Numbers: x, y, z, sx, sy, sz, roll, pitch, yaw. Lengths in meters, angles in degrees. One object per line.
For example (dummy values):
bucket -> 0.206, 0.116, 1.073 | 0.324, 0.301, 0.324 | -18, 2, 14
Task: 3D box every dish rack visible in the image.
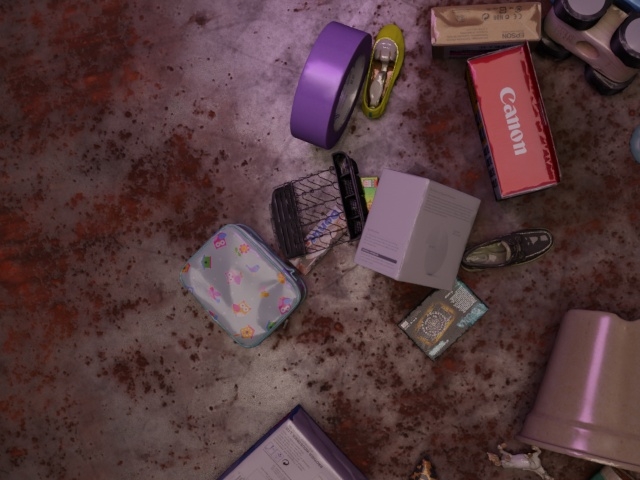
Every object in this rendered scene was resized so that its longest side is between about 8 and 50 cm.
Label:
dish rack -> -0.014, -0.070, 1.821 | 0.271, 0.074, 0.208 | -18, 78, 31

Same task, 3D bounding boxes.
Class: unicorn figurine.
unicorn figurine -> 0.475, 0.516, 1.798 | 0.162, 0.111, 0.060 | 11, 52, 30

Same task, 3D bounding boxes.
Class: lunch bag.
lunch bag -> -0.178, 0.106, 1.877 | 0.224, 0.108, 0.279 | -45, 85, 4

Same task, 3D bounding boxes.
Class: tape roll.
tape roll -> 0.026, -0.348, 1.753 | 0.090, 0.275, 0.275 | 22, 94, 9

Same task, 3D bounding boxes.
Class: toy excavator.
toy excavator -> 0.642, -0.616, 1.709 | 0.433, 0.222, 0.445 | 37, 82, 7

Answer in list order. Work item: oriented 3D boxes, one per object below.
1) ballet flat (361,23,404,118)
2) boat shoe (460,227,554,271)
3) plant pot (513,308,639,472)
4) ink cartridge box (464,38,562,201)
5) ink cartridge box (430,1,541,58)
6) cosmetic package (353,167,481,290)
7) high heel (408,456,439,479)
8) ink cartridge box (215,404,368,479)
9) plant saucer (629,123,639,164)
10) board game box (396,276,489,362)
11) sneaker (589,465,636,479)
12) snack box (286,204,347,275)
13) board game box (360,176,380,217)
ballet flat -> 0.147, -0.403, 1.832 | 0.077, 0.077, 0.231 | 14, 93, 9
boat shoe -> 0.432, 0.025, 1.795 | 0.223, 0.073, 0.080 | -14, 89, 9
plant pot -> 0.614, 0.318, 1.670 | 0.334, 0.334, 0.305 | 12, 81, 9
ink cartridge box -> 0.415, -0.252, 1.694 | 0.130, 0.272, 0.309 | -14, 88, 9
ink cartridge box -> 0.365, -0.466, 1.738 | 0.234, 0.193, 0.088 | -1, 93, 10
cosmetic package -> 0.219, -0.023, 1.738 | 0.138, 0.224, 0.225 | 22, 95, 42
high heel -> 0.235, 0.646, 1.778 | 0.093, 0.186, 0.261 | 5, 92, 9
ink cartridge box -> -0.115, 0.631, 1.852 | 0.395, 0.151, 0.270 | -44, 84, 6
plant saucer -> 0.769, -0.221, 1.764 | 0.119, 0.021, 0.119 | 0, 91, 8
board game box -> 0.291, 0.182, 1.844 | 0.186, 0.026, 0.126 | -45, 85, 7
sneaker -> 0.726, 0.640, 1.749 | 0.302, 0.108, 0.121 | 42, 106, 8
snack box -> 0.000, 0.000, 1.889 | 0.064, 0.022, 0.178 | 43, 97, 8
board game box -> 0.121, -0.056, 1.834 | 0.043, 0.092, 0.181 | -1, 91, 9
